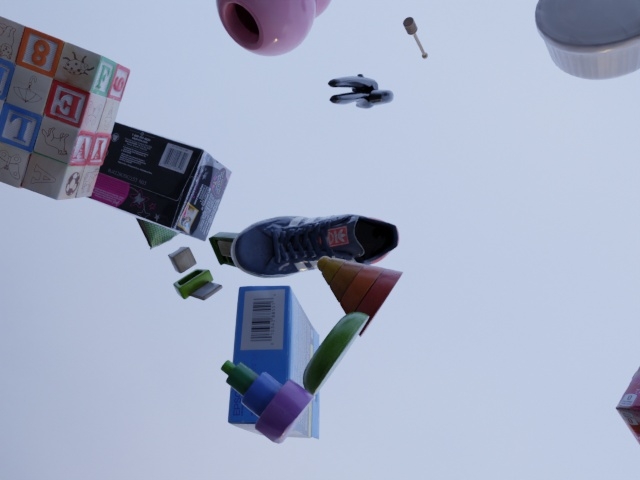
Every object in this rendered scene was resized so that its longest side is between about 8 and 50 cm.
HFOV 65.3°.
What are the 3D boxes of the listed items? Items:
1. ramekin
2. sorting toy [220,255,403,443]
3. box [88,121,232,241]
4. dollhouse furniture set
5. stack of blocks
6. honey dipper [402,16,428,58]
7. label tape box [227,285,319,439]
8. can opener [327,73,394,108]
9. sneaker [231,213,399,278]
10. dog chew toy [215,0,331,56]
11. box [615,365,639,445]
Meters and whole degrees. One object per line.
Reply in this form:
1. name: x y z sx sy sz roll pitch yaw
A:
1. ramekin: 0.598 -0.456 1.035 0.273 0.273 0.127 8 -23 35
2. sorting toy: -0.008 0.110 0.679 0.126 0.365 0.127 35 -57 12
3. box: -0.328 -0.120 0.984 0.247 0.142 0.163 19 -95 15
4. dollhouse furniture set: -0.303 -0.024 1.216 0.151 0.197 0.301 8 -55 47
5. stack of blocks: -0.402 -0.179 0.581 0.297 0.087 0.171 21 -82 -4
6. honey dipper: 0.258 -0.536 1.338 0.030 0.161 0.030 -8 -109 25
7. label tape box: -0.077 0.258 0.990 0.106 0.240 0.333 -3 -26 8
8. can opener: 0.063 -0.264 0.873 0.073 0.186 0.059 -7 -84 34
9. sneaker: 0.000 0.000 1.011 0.148 0.350 0.131 162 -81 -67
10. dog chew toy: -0.063 -0.536 1.039 0.206 0.332 0.206 30 -26 17
11. box: 0.481 0.197 0.522 0.128 0.122 0.257 54 -26 -9
